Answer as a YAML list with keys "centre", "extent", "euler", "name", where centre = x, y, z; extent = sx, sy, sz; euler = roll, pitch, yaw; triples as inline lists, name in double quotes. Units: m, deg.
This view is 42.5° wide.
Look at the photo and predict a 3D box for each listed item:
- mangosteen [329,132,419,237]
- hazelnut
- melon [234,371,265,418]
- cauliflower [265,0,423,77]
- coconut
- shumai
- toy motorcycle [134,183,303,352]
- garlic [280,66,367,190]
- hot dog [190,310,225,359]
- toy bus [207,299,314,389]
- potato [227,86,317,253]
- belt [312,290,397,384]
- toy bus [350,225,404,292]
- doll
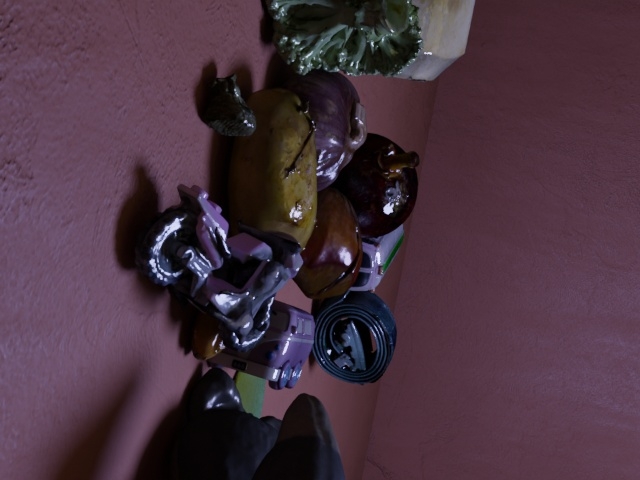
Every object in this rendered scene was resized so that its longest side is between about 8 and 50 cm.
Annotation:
- centre: [0.118, -0.133, 1.768]
  extent: [0.261, 0.235, 0.235]
  euler: [-37, -153, 52]
  name: "mangosteen"
- centre: [0.003, 0.001, 1.594]
  extent: [0.181, 0.181, 0.212]
  euler: [-37, 149, 0]
  name: "hazelnut"
- centre: [-0.144, 0.274, 1.548]
  extent: [0.114, 0.053, 0.261]
  euler: [54, 42, -47]
  name: "melon"
- centre: [0.051, -0.386, 1.308]
  extent: [0.275, 0.250, 0.272]
  euler: [-13, 113, -25]
  name: "cauliflower"
- centre: [0.142, -0.461, 1.563]
  extent: [0.323, 0.323, 0.323]
  euler: [11, 90, -76]
  name: "coconut"
- centre: [-0.125, -0.195, 1.168]
  extent: [0.083, 0.082, 0.080]
  euler: [143, -39, -75]
  name: "shumai"
- centre: [-0.127, 0.026, 1.138]
  extent: [0.188, 0.143, 0.327]
  euler: [-56, 146, -14]
  name: "toy motorcycle"
- centre: [0.000, -0.192, 1.478]
  extent: [0.245, 0.160, 0.245]
  euler: [17, 90, -84]
  name: "garlic"
- centre: [-0.165, 0.121, 1.289]
  extent: [0.090, 0.060, 0.140]
  euler: [83, 29, -62]
  name: "hot dog"
- centre: [-0.099, 0.170, 1.416]
  extent: [0.202, 0.142, 0.142]
  euler: [36, 71, -76]
  name: "toy bus"
- centre: [-0.075, -0.087, 1.301]
  extent: [0.173, 0.140, 0.300]
  euler: [-48, 145, -69]
  name: "potato"
- centre: [0.083, 0.225, 2.037]
  extent: [0.116, 0.206, 0.267]
  euler: [-61, 151, -59]
  name: "belt"
- centre: [0.095, 0.002, 1.958]
  extent: [0.305, 0.179, 0.143]
  euler: [-50, 148, -63]
  name: "toy bus"
- centre: [-0.081, 0.362, 1.216]
  extent: [0.252, 0.379, 0.382]
  euler: [44, 34, -31]
  name: "doll"
